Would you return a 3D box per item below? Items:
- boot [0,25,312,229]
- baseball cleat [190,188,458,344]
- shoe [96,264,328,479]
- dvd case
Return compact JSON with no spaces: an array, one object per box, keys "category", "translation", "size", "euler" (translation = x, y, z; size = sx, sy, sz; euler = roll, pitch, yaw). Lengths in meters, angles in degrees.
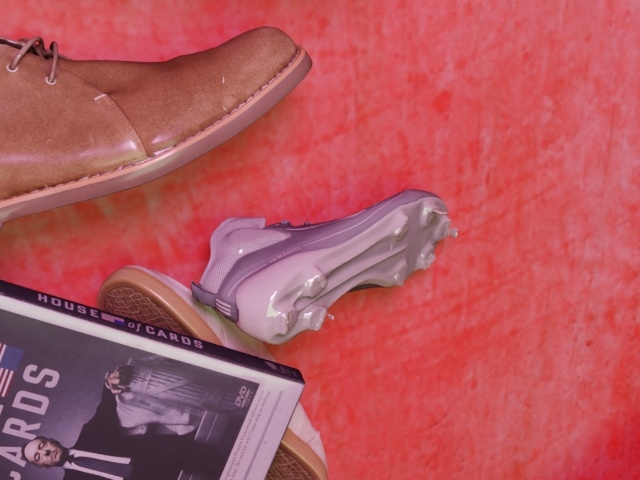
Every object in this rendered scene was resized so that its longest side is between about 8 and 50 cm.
[{"category":"boot","translation":[-0.152,-0.079,0.725],"size":[0.305,0.112,0.115],"euler":[-24,104,-13]},{"category":"baseball cleat","translation":[0.000,0.000,0.831],"size":[0.206,0.109,0.072],"euler":[-24,131,-48]},{"category":"shoe","translation":[-0.069,0.095,0.844],"size":[0.076,0.058,0.219],"euler":[-26,114,28]},{"category":"dvd case","translation":[-0.151,0.130,0.775],"size":[0.238,0.029,0.179],"euler":[18,103,-20]}]
